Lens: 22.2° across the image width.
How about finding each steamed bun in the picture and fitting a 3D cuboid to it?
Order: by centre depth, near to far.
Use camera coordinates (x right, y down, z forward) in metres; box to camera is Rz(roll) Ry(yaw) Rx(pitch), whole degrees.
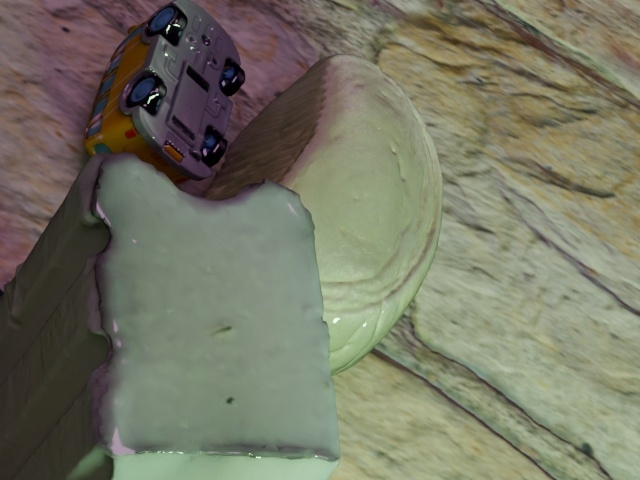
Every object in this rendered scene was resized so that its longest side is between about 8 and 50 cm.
[{"bbox_3d":[0.002,0.005,1.726,0.236,0.247,0.383,36,45,-15],"label":"steamed bun"}]

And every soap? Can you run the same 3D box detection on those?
[{"bbox_3d":[-0.175,0.180,1.409,0.213,0.435,0.350,11,52,-25],"label":"soap"}]

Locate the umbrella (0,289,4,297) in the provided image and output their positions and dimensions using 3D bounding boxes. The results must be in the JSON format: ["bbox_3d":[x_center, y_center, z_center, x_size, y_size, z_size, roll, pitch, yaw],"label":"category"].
[{"bbox_3d":[-0.306,0.087,1.642,0.224,0.080,0.071,-4,27,-31],"label":"umbrella"}]

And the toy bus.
[{"bbox_3d":[-0.179,-0.156,1.805,0.126,0.136,0.209,42,45,-34],"label":"toy bus"}]
